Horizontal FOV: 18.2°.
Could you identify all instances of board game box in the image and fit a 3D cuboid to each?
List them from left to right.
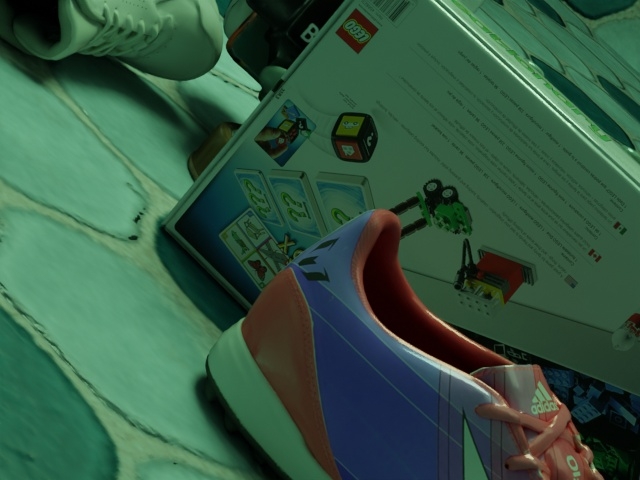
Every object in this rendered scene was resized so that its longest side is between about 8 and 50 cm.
[{"bbox_3d":[0.087,0.024,1.027,0.305,0.193,0.053,44,16,11],"label":"board game box"}]

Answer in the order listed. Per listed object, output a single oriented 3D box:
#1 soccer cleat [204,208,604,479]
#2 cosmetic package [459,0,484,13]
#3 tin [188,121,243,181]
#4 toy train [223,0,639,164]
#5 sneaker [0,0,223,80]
[{"bbox_3d":[0.086,0.124,0.885,0.318,0.116,0.108,46,16,18],"label":"soccer cleat"},{"bbox_3d":[0.058,-0.225,1.588,0.138,0.224,0.224,38,16,-9],"label":"cosmetic package"},{"bbox_3d":[0.000,0.000,1.185,0.190,0.040,0.106,45,20,14],"label":"tin"},{"bbox_3d":[0.073,-0.059,1.274,0.334,0.142,0.190,41,-8,-14],"label":"toy train"},{"bbox_3d":[-0.143,-0.138,1.164,0.232,0.090,0.115,30,38,-42],"label":"sneaker"}]
